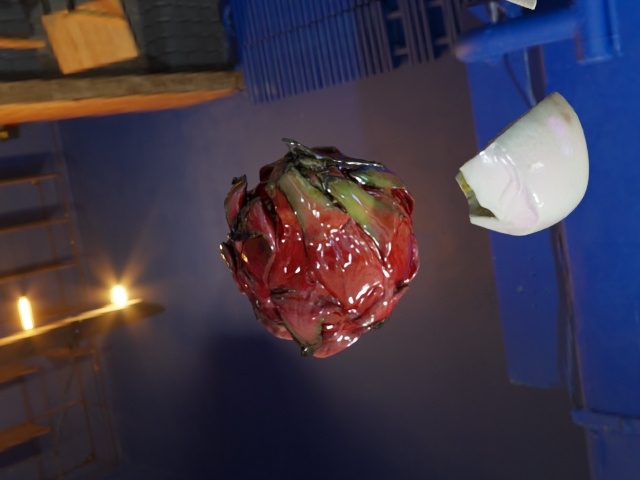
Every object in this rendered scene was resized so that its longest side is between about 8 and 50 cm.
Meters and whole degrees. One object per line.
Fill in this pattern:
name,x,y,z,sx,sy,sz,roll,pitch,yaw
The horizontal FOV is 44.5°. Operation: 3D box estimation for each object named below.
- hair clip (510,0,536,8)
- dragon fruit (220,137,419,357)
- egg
hair clip,0.254,-0.415,1.206,0.072,0.034,0.226,-13,-132,-15
dragon fruit,0.000,0.000,0.837,0.234,0.233,0.293,-9,161,2
egg,0.317,-0.099,1.165,0.206,0.162,0.271,-40,178,-1
